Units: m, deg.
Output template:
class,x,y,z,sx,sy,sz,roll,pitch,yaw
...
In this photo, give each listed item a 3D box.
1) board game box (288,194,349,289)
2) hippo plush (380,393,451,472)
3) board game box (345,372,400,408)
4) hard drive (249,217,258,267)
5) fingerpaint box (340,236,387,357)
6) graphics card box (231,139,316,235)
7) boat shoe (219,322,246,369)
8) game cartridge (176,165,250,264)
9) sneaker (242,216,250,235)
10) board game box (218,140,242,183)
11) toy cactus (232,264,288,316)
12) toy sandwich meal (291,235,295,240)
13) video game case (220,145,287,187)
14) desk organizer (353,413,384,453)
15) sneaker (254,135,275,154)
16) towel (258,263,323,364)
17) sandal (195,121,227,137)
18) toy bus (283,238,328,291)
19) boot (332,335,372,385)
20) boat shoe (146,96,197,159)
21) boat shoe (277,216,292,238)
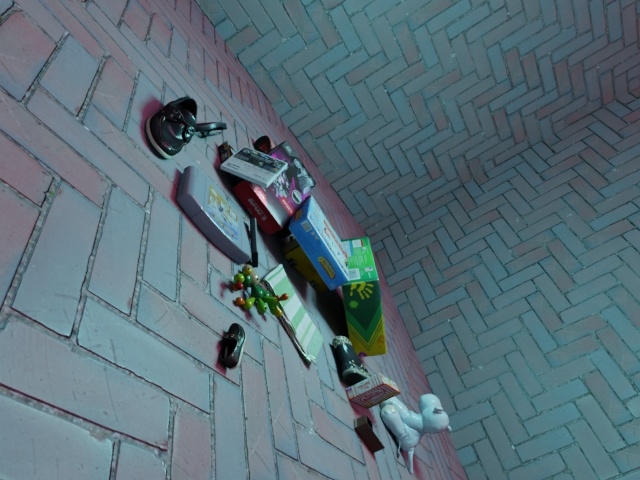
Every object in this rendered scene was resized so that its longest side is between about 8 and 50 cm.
class,x,y,z,sx,sy,sz,roll,pitch,yaw
board game box,0.000,0.000,1.888,0.308,0.086,0.302,57,12,-17
hippo plush,0.401,0.739,1.958,0.234,0.237,0.294,56,13,-22
board game box,0.199,0.566,1.760,0.193,0.147,0.045,44,20,-50
hard drive,-0.216,0.007,1.523,0.094,0.022,0.135,101,-16,-55
fingerpaint box,0.185,0.241,2.119,0.444,0.163,0.370,-90,172,-67
graphics card box,-0.173,-0.217,1.867,0.232,0.094,0.371,54,37,-18
boat shoe,-0.207,0.241,1.108,0.133,0.049,0.042,-93,159,-55
game cartridge,-0.310,-0.069,1.409,0.297,0.062,0.198,51,11,-36
sneaker,-0.258,-0.042,1.618,0.037,0.032,0.083,62,5,-87
board game box,-0.328,-0.289,1.852,0.170,0.048,0.141,47,20,-45
toy cactus,-0.187,0.132,1.363,0.219,0.112,0.180,36,16,-43
toy sandwich meal,-0.109,0.007,2.100,0.085,0.029,0.085,57,17,-27
video game case,-0.243,-0.275,1.732,0.191,0.022,0.173,23,42,9
desk organizer,0.170,0.671,1.626,0.130,0.050,0.047,57,13,-15
sneaker,-0.225,-0.387,2.338,0.136,0.116,0.313,45,19,-56
towel,-0.089,0.245,1.605,0.324,0.038,0.248,59,11,-4
sandal,-0.403,-0.413,1.756,0.254,0.097,0.054,-61,147,-75
toy bus,-0.035,0.094,1.998,0.332,0.108,0.130,49,17,-43
boot,0.134,0.485,1.837,0.236,0.085,0.178,46,16,-47
boat shoe,-0.433,-0.360,1.434,0.127,0.113,0.340,55,13,-26
boat shoe,-0.123,-0.120,2.074,0.158,0.127,0.340,62,16,-4
